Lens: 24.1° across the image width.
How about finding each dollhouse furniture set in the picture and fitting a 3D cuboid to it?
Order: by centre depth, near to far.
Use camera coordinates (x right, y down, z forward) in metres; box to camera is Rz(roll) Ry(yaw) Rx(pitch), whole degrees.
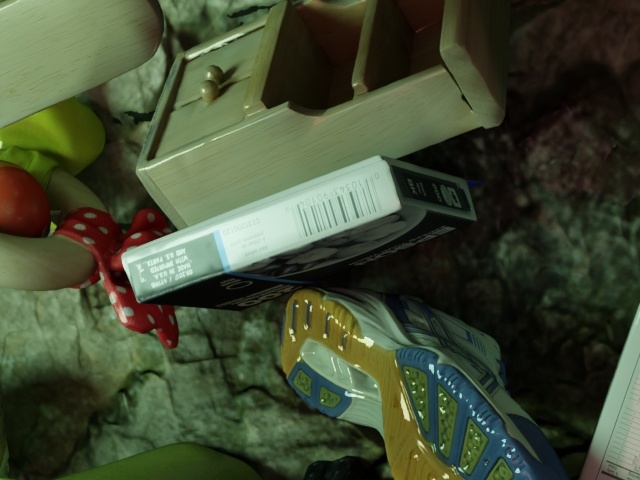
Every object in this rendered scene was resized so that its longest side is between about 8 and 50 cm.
[{"bbox_3d":[-0.076,-0.225,0.975,0.256,0.362,0.394,-20,123,23],"label":"dollhouse furniture set"}]

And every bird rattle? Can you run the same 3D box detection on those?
[{"bbox_3d":[-0.217,-0.010,1.134,0.253,0.207,0.143,52,129,31],"label":"bird rattle"}]

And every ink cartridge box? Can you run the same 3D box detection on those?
[{"bbox_3d":[0.000,0.000,1.068,0.206,0.208,0.045,-21,80,23],"label":"ink cartridge box"}]

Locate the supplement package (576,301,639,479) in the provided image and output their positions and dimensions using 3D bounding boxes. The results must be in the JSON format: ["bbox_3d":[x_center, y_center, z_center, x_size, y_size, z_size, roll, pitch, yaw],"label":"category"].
[{"bbox_3d":[0.286,0.144,1.008,0.198,0.199,0.262,20,108,14],"label":"supplement package"}]

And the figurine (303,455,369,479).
[{"bbox_3d":[0.054,0.222,1.101,0.215,0.209,0.092,-16,97,21],"label":"figurine"}]

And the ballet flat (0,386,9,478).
[{"bbox_3d":[-0.335,0.207,1.290,0.316,0.106,0.107,-43,54,28],"label":"ballet flat"}]

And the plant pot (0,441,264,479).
[{"bbox_3d":[-0.153,0.275,1.151,0.276,0.254,0.276,6,104,26],"label":"plant pot"}]

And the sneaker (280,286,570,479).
[{"bbox_3d":[0.096,0.106,1.042,0.296,0.131,0.112,41,127,47],"label":"sneaker"}]
